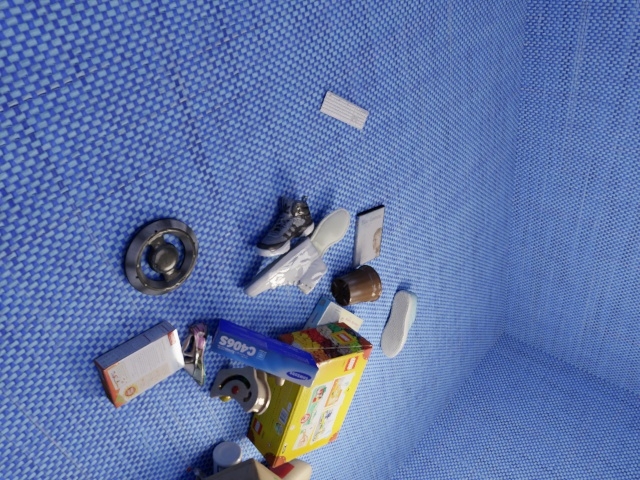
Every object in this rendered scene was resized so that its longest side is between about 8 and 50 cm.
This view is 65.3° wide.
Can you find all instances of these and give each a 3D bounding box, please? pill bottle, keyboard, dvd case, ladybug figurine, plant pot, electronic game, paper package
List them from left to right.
[{"bbox_3d":[-0.446,0.048,1.417,0.229,0.048,0.229,-24,125,-40],"label":"electronic game"},{"bbox_3d":[-0.357,0.876,1.916,0.112,0.112,0.186,-21,128,-42],"label":"pill bottle"},{"bbox_3d":[-0.294,0.969,1.822,0.310,0.168,0.324,-25,134,2],"label":"paper package"},{"bbox_3d":[-0.223,1.090,2.119,0.449,0.162,0.305,-31,149,-45],"label":"ladybug figurine"},{"bbox_3d":[0.090,-0.466,1.806,0.256,0.014,0.072,8,103,-51],"label":"keyboard"},{"bbox_3d":[0.146,0.202,2.125,0.165,0.167,0.166,-14,120,-37],"label":"plant pot"},{"bbox_3d":[0.211,-0.019,2.185,0.180,0.022,0.252,-22,125,-42],"label":"dvd case"}]

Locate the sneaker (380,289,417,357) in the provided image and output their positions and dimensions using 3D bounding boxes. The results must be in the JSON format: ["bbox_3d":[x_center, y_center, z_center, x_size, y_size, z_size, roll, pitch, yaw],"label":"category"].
[{"bbox_3d":[0.431,0.435,2.600,0.150,0.135,0.365,4,107,-48],"label":"sneaker"}]

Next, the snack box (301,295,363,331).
[{"bbox_3d":[0.058,0.378,2.184,0.187,0.060,0.322,-59,142,-5],"label":"snack box"}]

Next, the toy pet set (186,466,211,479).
[{"bbox_3d":[-0.460,0.912,1.853,0.114,0.065,0.122,29,87,-52],"label":"toy pet set"}]

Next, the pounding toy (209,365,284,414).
[{"bbox_3d":[-0.238,0.534,1.758,0.155,0.270,0.154,39,45,-51],"label":"pounding toy"}]

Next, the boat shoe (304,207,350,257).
[{"bbox_3d":[-0.003,-0.003,1.883,0.109,0.091,0.305,45,70,-19],"label":"boat shoe"}]

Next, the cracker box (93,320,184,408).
[{"bbox_3d":[-0.527,0.362,1.476,0.232,0.067,0.155,-28,130,-37],"label":"cracker box"}]

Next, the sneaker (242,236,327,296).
[{"bbox_3d":[-0.110,0.139,1.736,0.293,0.108,0.169,-37,103,-9],"label":"sneaker"}]

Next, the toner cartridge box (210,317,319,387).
[{"bbox_3d":[-0.187,0.370,1.655,0.348,0.165,0.075,24,92,-11],"label":"toner cartridge box"}]

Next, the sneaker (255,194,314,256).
[{"bbox_3d":[-0.127,-0.060,1.702,0.269,0.101,0.153,-35,133,-42],"label":"sneaker"}]

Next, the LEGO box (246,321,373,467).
[{"bbox_3d":[-0.042,0.612,2.027,0.373,0.193,0.499,-1,117,-46],"label":"LEGO box"}]

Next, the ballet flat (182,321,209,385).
[{"bbox_3d":[-0.411,0.371,1.625,0.079,0.077,0.221,-1,106,-30],"label":"ballet flat"}]
